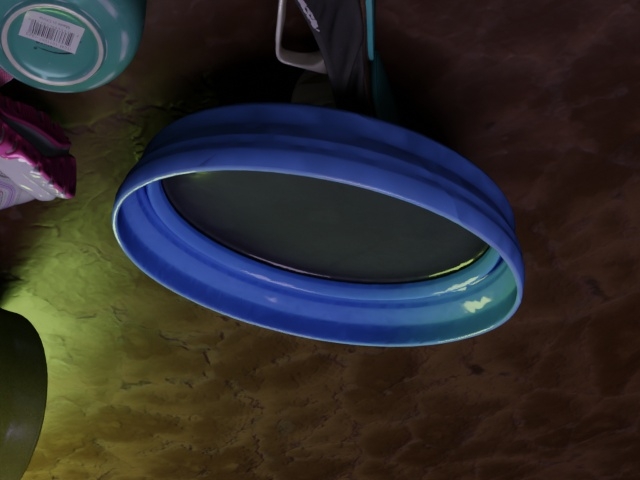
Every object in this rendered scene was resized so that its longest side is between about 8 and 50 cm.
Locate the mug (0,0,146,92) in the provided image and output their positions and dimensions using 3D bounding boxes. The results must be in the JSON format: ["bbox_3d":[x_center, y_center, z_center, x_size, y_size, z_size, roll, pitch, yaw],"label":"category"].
[{"bbox_3d":[-0.216,-0.177,0.663,0.157,0.097,0.129,-16,138,11],"label":"mug"}]

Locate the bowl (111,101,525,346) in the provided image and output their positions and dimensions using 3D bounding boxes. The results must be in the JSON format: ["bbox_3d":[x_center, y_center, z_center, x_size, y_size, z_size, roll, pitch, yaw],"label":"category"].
[{"bbox_3d":[0.000,0.000,0.817,0.391,0.077,0.391,10,155,4],"label":"bowl"}]

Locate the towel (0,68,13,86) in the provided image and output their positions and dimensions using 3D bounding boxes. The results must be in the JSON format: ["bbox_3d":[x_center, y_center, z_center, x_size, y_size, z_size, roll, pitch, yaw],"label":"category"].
[{"bbox_3d":[-0.368,-0.169,0.703,0.144,0.029,0.197,-30,134,24],"label":"towel"}]

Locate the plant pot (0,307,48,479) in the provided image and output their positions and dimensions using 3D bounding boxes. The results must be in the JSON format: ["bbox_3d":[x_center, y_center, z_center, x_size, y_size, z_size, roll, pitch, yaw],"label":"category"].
[{"bbox_3d":[-0.488,0.152,0.848,0.366,0.367,0.353,-33,144,27],"label":"plant pot"}]

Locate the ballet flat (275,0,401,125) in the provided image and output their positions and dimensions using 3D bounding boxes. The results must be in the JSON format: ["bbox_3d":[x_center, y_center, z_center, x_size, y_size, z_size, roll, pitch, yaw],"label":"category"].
[{"bbox_3d":[0.016,-0.152,0.734,0.096,0.095,0.280,-3,136,12],"label":"ballet flat"}]

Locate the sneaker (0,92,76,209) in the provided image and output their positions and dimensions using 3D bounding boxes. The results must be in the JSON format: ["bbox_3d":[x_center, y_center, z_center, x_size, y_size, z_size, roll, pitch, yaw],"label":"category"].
[{"bbox_3d":[-0.318,-0.099,0.694,0.111,0.103,0.252,-25,134,13],"label":"sneaker"}]
